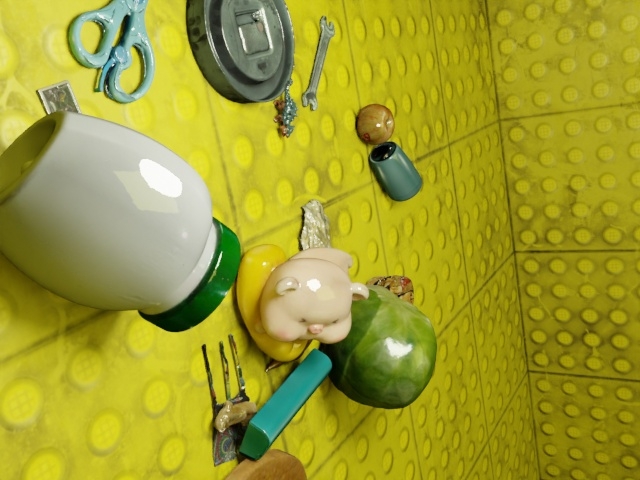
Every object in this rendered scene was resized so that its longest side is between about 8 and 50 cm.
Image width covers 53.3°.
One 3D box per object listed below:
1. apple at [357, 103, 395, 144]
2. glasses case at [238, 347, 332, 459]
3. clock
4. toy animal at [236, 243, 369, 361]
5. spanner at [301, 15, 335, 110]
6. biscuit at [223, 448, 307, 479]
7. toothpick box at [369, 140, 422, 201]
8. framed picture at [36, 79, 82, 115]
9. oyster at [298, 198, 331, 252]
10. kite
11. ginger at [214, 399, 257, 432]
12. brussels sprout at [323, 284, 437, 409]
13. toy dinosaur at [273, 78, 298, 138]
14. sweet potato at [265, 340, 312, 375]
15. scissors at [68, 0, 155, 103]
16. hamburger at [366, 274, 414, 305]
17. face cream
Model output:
[{"bbox_3d":[0.168,-0.351,1.921,0.126,0.102,0.126,2,88,-57],"label":"apple"},{"bbox_3d":[-0.074,0.385,1.504,0.301,0.070,0.117,-44,159,-53],"label":"glasses case"},{"bbox_3d":[-0.172,-0.467,1.444,0.319,0.066,0.318,5,84,-56],"label":"clock"},{"bbox_3d":[-0.014,0.152,1.470,0.345,0.247,0.277,5,89,-47],"label":"toy animal"},{"bbox_3d":[-0.003,-0.485,1.745,0.071,0.018,0.301,37,58,-50],"label":"spanner"},{"bbox_3d":[-0.152,0.668,1.431,0.385,0.062,0.364,-16,104,-56],"label":"biscuit"},{"bbox_3d":[0.233,-0.220,2.002,0.184,0.120,0.120,50,49,-39],"label":"toothpick box"},{"bbox_3d":[-0.437,-0.221,1.084,0.066,0.007,0.089,-43,124,-49],"label":"framed picture"},{"bbox_3d":[-0.004,-0.007,1.678,0.133,0.072,0.209,41,54,-52],"label":"oyster"},{"bbox_3d":[-0.202,0.348,1.411,0.152,0.015,0.285,-25,109,-55],"label":"kite"},{"bbox_3d":[-0.180,0.382,1.398,0.137,0.044,0.057,4,107,-53],"label":"ginger"},{"bbox_3d":[0.149,0.278,1.703,0.289,0.282,0.354,101,-15,-45],"label":"brussels sprout"},{"bbox_3d":[-0.083,-0.328,1.583,0.049,0.055,0.154,7,85,-53],"label":"toy dinosaur"},{"bbox_3d":[-0.073,0.274,1.582,0.195,0.056,0.056,-36,118,-45],"label":"sweet potato"},{"bbox_3d":[-0.351,-0.443,1.201,0.180,0.032,0.392,39,57,-50],"label":"scissors"},{"bbox_3d":[0.213,0.214,1.968,0.231,0.107,0.230,-3,94,-60],"label":"hamburger"},{"bbox_3d":[-0.316,-0.021,0.992,0.357,0.313,0.219,41,26,-39],"label":"face cream"}]
